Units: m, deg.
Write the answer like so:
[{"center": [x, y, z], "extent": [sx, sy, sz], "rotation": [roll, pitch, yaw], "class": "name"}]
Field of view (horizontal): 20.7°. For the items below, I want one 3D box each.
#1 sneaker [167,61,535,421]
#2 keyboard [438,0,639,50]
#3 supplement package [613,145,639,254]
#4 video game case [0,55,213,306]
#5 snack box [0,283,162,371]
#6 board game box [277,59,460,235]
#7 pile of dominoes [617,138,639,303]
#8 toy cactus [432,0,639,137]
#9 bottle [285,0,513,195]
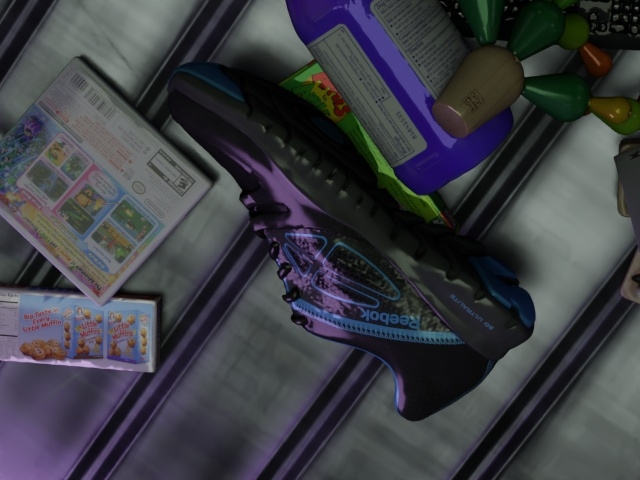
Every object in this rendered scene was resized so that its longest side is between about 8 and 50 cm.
[{"center": [0.000, 0.000, 1.354], "extent": [0.341, 0.125, 0.140], "rotation": [41, 109, 0], "class": "sneaker"}, {"center": [0.169, -0.203, 1.376], "extent": [0.192, 0.038, 0.100], "rotation": [5, 102, 7], "class": "keyboard"}, {"center": [0.362, 0.045, 1.291], "extent": [0.199, 0.198, 0.263], "rotation": [-23, 110, 13], "class": "supplement package"}, {"center": [-0.192, -0.049, 1.461], "extent": [0.157, 0.019, 0.143], "rotation": [43, 99, 1], "class": "video game case"}, {"center": [-0.225, 0.074, 1.500], "extent": [0.178, 0.022, 0.064], "rotation": [4, 100, 8], "class": "snack box"}, {"center": [0.025, -0.058, 1.424], "extent": [0.092, 0.043, 0.181], "rotation": [-33, 96, 13], "class": "board game box"}, {"center": [0.361, -0.037, 1.381], "extent": [0.251, 0.040, 0.196], "rotation": [2, 102, 9], "class": "pile of dominoes"}, {"center": [0.158, -0.144, 1.305], "extent": [0.180, 0.112, 0.219], "rotation": [-46, 112, -23], "class": "toy cactus"}, {"center": [0.035, -0.174, 1.351], "extent": [0.092, 0.118, 0.283], "rotation": [-31, 99, 32], "class": "bottle"}]
